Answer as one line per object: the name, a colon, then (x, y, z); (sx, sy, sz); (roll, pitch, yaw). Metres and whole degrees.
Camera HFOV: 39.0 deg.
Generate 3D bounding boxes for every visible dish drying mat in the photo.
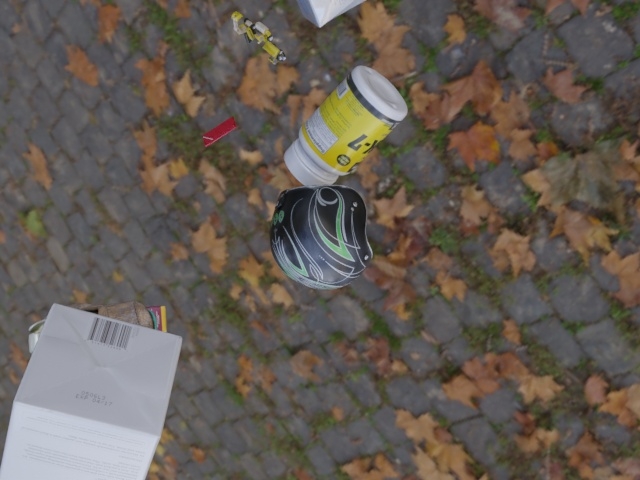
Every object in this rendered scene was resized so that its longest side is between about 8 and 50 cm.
dish drying mat: (-0.219, -0.235, 1.951); (0.083, 0.008, 0.032); (-30, 56, 18)

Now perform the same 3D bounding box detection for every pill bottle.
pill bottle: (0.039, -0.187, 1.549); (0.119, 0.119, 0.208); (50, 118, 8)

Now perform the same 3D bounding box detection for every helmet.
helmet: (0.000, 0.000, 1.488); (0.169, 0.169, 0.161); (-17, 72, 49)

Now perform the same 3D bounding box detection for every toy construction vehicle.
toy construction vehicle: (-0.109, -0.346, 1.553); (0.086, 0.035, 0.098); (42, 176, 20)

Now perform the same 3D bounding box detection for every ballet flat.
ballet flat: (-0.368, 0.141, 1.345); (0.316, 0.106, 0.107); (-20, 78, 45)

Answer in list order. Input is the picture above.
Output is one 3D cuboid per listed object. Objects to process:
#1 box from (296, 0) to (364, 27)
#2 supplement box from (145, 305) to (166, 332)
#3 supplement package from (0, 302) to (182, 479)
box: (0.047, -0.254, 0.611); (0.038, 0.186, 0.145); (51, 170, 53)
supplement box: (-0.288, 0.127, 1.422); (0.055, 0.083, 0.043); (164, 103, -67)
supplement package: (-0.311, 0.259, 1.189); (0.178, 0.175, 0.293); (17, 127, -11)
